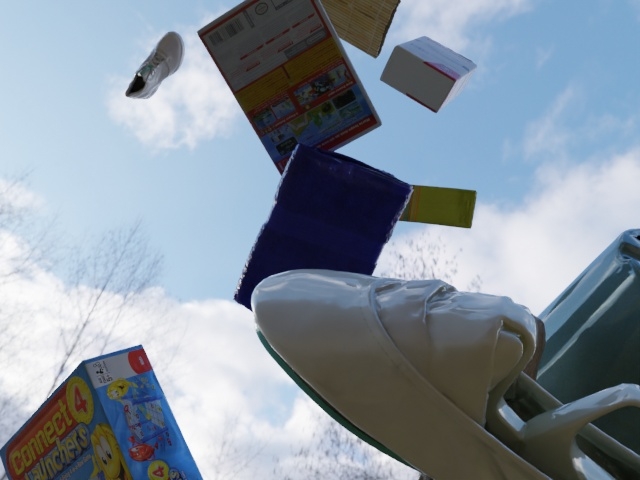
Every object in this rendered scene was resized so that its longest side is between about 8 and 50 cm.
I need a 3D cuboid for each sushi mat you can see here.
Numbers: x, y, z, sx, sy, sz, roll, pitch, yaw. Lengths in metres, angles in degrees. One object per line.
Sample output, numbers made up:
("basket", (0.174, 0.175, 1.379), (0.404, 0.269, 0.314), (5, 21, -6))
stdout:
("sushi mat", (0.023, -0.540, 1.232), (0.316, 0.019, 0.151), (35, -53, 15))

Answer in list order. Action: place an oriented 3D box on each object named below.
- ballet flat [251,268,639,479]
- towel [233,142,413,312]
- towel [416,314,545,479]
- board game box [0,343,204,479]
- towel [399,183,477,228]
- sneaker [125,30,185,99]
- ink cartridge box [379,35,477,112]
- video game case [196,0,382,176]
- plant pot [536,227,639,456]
("ballet flat", (0.136, 0.117, 0.373), (0.400, 0.139, 0.139), (38, -47, 11))
("towel", (0.000, 0.000, 0.984), (0.227, 0.076, 0.308), (19, -75, -21))
("towel", (0.201, 0.225, 0.700), (0.049, 0.282, 0.187), (15, 2, 42))
("board game box", (-0.278, 0.343, 0.735), (0.308, 0.086, 0.302), (-42, -110, 32))
("towel", (0.290, -0.092, 1.489), (0.237, 0.102, 0.021), (8, 0, 31))
("sneaker", (-0.430, -0.444, 1.455), (0.080, 0.094, 0.212), (42, -67, -2))
("ink cartridge box", (0.178, -0.274, 0.918), (0.109, 0.150, 0.063), (34, -55, 10))
("video game case", (-0.049, -0.275, 0.956), (0.204, 0.025, 0.285), (-26, -73, 13))
("plant pot", (0.456, 0.185, 0.831), (0.341, 0.341, 0.334), (20, -56, -9))
